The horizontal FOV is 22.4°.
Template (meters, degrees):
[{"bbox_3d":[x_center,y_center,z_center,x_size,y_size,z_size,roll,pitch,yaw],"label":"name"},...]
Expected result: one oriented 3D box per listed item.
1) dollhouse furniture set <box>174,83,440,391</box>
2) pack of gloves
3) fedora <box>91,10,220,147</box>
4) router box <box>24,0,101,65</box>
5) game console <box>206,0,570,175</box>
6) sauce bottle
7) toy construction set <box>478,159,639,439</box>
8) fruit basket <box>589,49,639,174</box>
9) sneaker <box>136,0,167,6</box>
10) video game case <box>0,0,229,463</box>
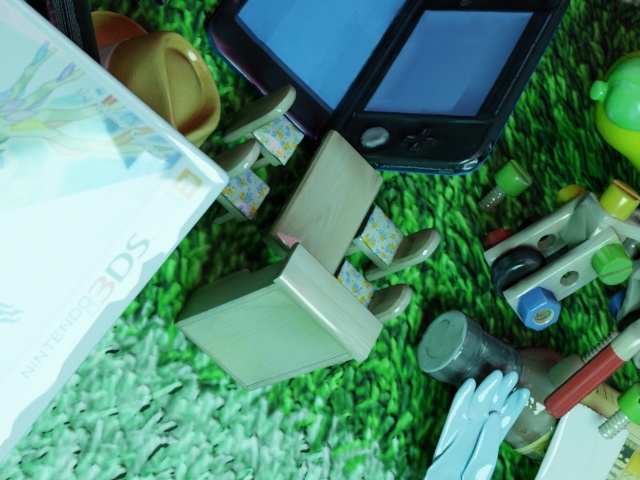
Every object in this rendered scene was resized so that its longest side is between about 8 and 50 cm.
[{"bbox_3d":[0.000,0.000,1.453,0.212,0.161,0.242,44,52,-20],"label":"dollhouse furniture set"},{"bbox_3d":[0.167,0.244,1.556,0.195,0.046,0.232,29,87,-24],"label":"pack of gloves"},{"bbox_3d":[-0.142,-0.120,1.399,0.194,0.079,0.194,39,40,-43],"label":"fedora"},{"bbox_3d":[-0.237,-0.157,1.323,0.046,0.133,0.179,-4,78,-42],"label":"router box"},{"bbox_3d":[0.075,-0.223,1.596,0.293,0.250,0.173,-59,141,-36],"label":"game console"},{"bbox_3d":[0.241,0.179,1.636,0.344,0.111,0.111,31,57,-27],"label":"sauce bottle"},{"bbox_3d":[0.316,0.023,1.570,0.257,0.237,0.309,37,27,-13],"label":"toy construction set"},{"bbox_3d":[0.476,-0.127,1.779,0.392,0.283,0.392,53,13,-17],"label":"fruit basket"},{"bbox_3d":[-0.169,-0.237,1.477,0.083,0.031,0.035,10,69,-38],"label":"sneaker"},{"bbox_3d":[-0.280,-0.033,1.208,0.329,0.036,0.300,40,86,-23],"label":"video game case"}]
